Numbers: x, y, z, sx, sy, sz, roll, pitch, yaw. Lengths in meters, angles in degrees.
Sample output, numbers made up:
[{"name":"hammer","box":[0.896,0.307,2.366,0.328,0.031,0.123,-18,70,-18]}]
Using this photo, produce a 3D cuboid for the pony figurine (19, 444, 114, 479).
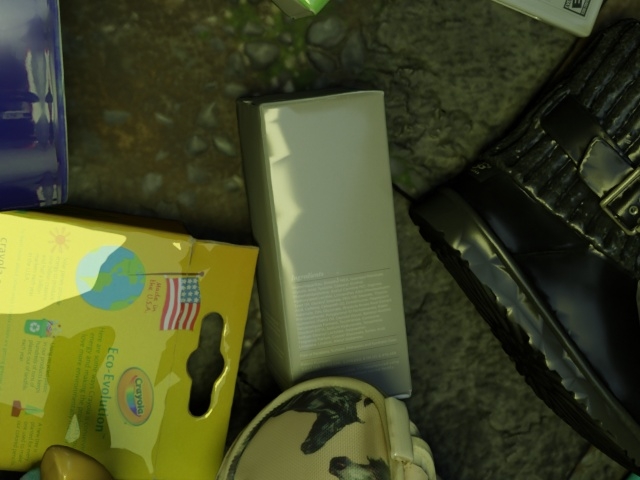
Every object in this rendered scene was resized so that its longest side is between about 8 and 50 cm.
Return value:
[{"name":"pony figurine","box":[-0.274,0.272,0.704,0.351,0.363,0.303,-12,59,-18]}]

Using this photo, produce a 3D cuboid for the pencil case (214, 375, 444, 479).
[{"name":"pencil case","box":[0.083,0.270,0.814,0.183,0.160,0.410,-29,128,12]}]

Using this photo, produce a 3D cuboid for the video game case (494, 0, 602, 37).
[{"name":"video game case","box":[0.182,-0.289,0.878,0.173,0.022,0.190,18,96,-17]}]

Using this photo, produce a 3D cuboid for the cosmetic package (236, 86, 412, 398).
[{"name":"cosmetic package","box":[0.000,0.000,0.827,0.107,0.127,0.238,-6,103,-12]}]

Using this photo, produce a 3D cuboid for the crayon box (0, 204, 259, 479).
[{"name":"crayon box","box":[-0.222,0.073,0.806,0.318,0.081,0.202,9,97,-15]}]

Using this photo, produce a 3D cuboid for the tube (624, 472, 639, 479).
[{"name":"tube","box":[0.309,0.246,0.992,0.207,0.052,0.080,-45,118,-9]}]

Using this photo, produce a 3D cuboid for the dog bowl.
[{"name":"dog bowl","box":[-0.225,-0.148,0.672,0.104,0.265,0.265,-5,101,-15]}]

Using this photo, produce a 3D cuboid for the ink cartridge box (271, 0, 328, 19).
[{"name":"ink cartridge box","box":[0.006,-0.330,0.767,0.198,0.115,0.273,42,90,-13]}]

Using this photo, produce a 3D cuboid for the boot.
[{"name":"boot","box":[0.270,0.016,0.895,0.260,0.131,0.348,-39,106,-5]}]
